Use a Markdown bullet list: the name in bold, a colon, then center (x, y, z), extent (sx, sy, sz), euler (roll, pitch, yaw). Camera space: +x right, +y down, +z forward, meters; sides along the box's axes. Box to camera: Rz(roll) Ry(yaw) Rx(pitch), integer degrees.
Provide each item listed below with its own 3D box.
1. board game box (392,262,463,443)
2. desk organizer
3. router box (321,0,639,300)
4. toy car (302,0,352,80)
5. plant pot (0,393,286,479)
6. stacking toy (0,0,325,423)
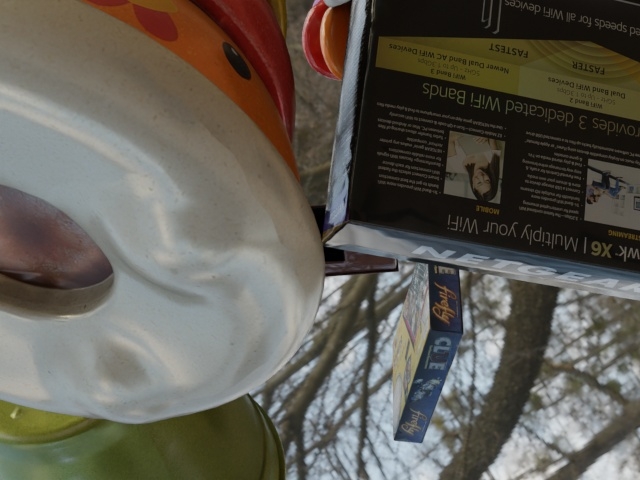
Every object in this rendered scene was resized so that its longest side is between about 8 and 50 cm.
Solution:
- **board game box**: center (0.135, 0.128, 1.136), extent (0.042, 0.243, 0.165), euler (7, -134, -3)
- **desk organizer**: center (0.000, 0.000, 0.743), extent (0.050, 0.130, 0.047), euler (81, -174, -61)
- **router box**: center (0.169, -0.094, 0.617), extent (0.308, 0.081, 0.243), euler (10, -104, -10)
- **toy car**: center (0.049, -0.215, 0.838), extent (0.159, 0.136, 0.182), euler (48, -144, -24)
- **plant pot**: center (-0.257, 0.230, 1.076), extent (0.353, 0.366, 0.367), euler (75, 180, -47)
- **stacking toy**: center (-0.139, -0.149, 0.622), extent (0.350, 0.350, 0.480), euler (37, -136, -27)
